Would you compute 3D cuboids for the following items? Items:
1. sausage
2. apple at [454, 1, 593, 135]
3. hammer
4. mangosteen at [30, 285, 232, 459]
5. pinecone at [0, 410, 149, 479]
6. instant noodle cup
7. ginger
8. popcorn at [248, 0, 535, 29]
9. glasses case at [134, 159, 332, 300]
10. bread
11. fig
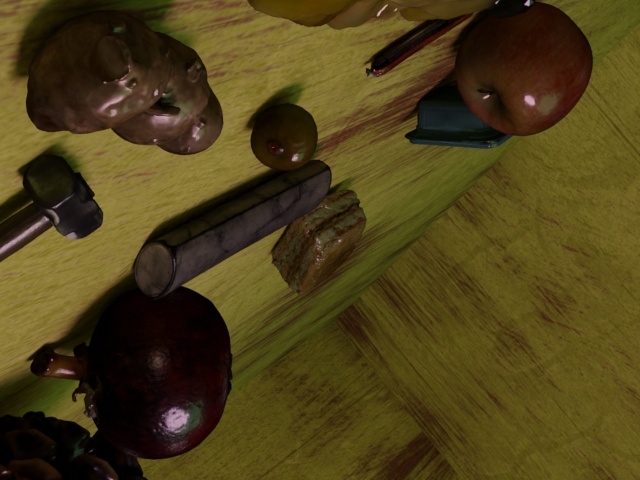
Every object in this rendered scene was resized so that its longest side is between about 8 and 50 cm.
[{"bbox_3d":[0.130,-0.257,1.113,0.198,0.025,0.028,-36,-175,-21],"label":"sausage"},{"bbox_3d":[0.297,-0.253,1.284,0.174,0.188,0.188,-47,173,-17],"label":"apple"},{"bbox_3d":[-0.344,0.058,0.721,0.365,0.043,0.111,-36,171,-9],"label":"hammer"},{"bbox_3d":[-0.248,0.173,1.172,0.261,0.236,0.235,4,157,-12],"label":"mangosteen"},{"bbox_3d":[-0.402,0.414,1.189,0.397,0.398,0.398,-38,171,-8],"label":"pinecone"},{"bbox_3d":[0.244,-0.210,1.446,0.179,0.070,0.157,8,-151,41],"label":"instant noodle cup"},{"bbox_3d":[-0.129,-0.108,0.638,0.104,0.080,0.204,-28,172,16],"label":"ginger"},{"bbox_3d":[0.044,-0.214,0.428,0.252,0.215,0.286,-47,174,6],"label":"popcorn"},{"bbox_3d":[-0.109,-0.022,1.171,0.299,0.060,0.114,-32,168,-41],"label":"glasses case"},{"bbox_3d":[0.000,0.000,1.576,0.138,0.102,0.196,-36,169,-34],"label":"bread"},{"bbox_3d":[-0.036,-0.119,0.981,0.074,0.074,0.088,-47,-176,36],"label":"fig"}]
